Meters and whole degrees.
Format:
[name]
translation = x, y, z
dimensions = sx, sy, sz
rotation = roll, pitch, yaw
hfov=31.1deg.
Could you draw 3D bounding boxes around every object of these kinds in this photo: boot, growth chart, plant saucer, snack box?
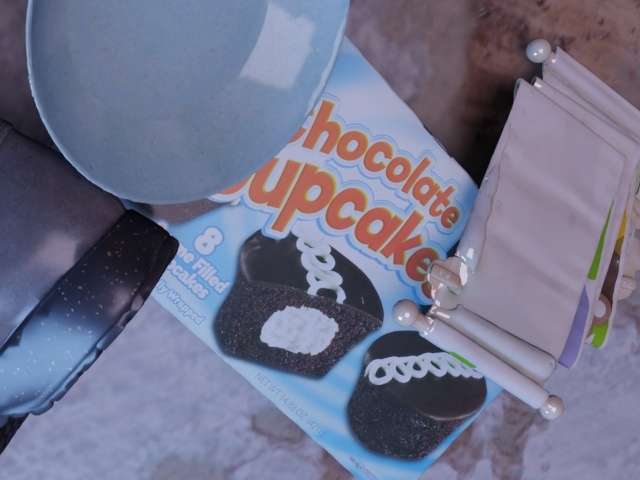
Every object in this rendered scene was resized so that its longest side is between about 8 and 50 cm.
[boot]
translation = -0.255, 0.045, 0.617
dimensions = 0.223, 0.118, 0.338
rotation = 40, 102, -9
[growth chart]
translation = 0.150, -0.007, 0.729
dimensions = 0.172, 0.021, 0.237
rotation = 39, 65, -28
[plant saucer]
translation = -0.067, -0.114, 0.570
dimensions = 0.195, 0.037, 0.195
rotation = -24, 129, -34
[snack box]
translation = 0.000, 0.000, 0.712
dimensions = 0.187, 0.060, 0.322
rotation = -46, 115, -2
